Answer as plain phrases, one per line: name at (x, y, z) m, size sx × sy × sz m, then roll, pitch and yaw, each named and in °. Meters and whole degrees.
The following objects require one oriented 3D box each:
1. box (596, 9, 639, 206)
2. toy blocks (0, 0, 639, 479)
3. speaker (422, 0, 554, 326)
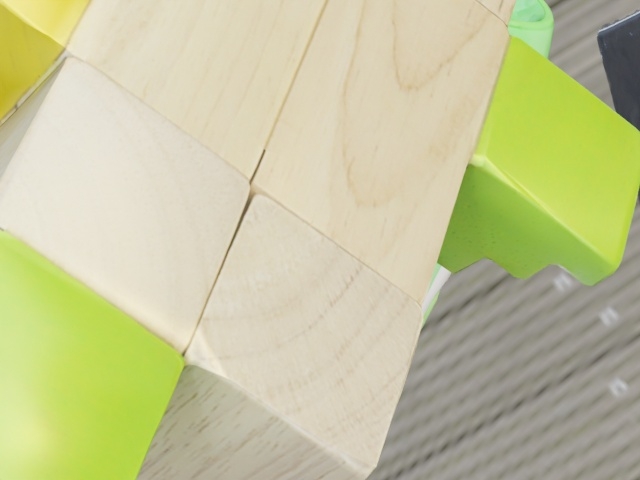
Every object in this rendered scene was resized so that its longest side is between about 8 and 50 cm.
box at (0.425, -0.081, 1.630) m, size 0.294 × 0.183 × 0.296 m, roll -15°, pitch 89°, yaw -12°
toy blocks at (-0.063, -0.023, 0.562) m, size 0.261 × 0.191 × 0.381 m, roll -37°, pitch 24°, yaw 44°
speaker at (0.000, 0.000, 0.946) m, size 0.131 × 0.131 × 0.296 m, roll 41°, pitch 117°, yaw 33°
